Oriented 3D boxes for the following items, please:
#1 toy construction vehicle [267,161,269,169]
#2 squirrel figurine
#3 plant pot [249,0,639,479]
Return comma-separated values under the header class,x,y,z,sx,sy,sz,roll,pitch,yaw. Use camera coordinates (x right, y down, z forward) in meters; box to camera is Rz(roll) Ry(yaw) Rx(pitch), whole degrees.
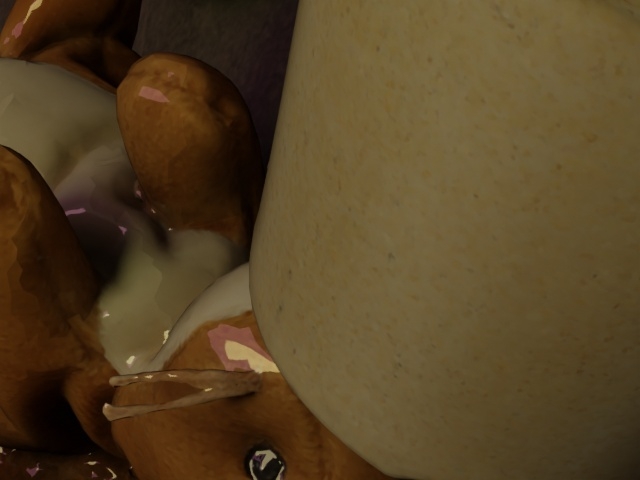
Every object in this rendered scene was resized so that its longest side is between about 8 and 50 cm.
class,x,y,z,sx,sy,sz,roll,pitch,yaw
toy construction vehicle,0.000,0.000,0.928,0.086,0.035,0.098,46,150,42
squirrel figurine,-0.086,0.080,0.862,0.370,0.281,0.397,32,139,27
plant pot,0.117,-0.069,0.595,0.334,0.334,0.305,-112,33,-42
